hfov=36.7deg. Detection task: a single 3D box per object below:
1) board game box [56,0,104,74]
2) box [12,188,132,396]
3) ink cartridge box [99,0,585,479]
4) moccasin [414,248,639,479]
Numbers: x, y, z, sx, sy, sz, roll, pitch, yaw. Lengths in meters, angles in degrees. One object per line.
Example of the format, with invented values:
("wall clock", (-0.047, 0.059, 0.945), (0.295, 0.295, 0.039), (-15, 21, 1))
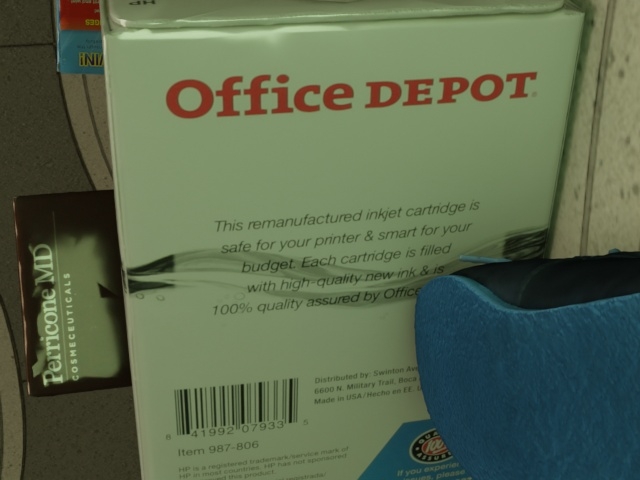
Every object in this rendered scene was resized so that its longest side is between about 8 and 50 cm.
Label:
("board game box", (-0.128, -0.328, 1.040), (0.086, 0.309, 0.301), (-108, 23, -49))
("box", (-0.104, 0.039, 0.976), (0.143, 0.382, 0.191), (162, 102, -78))
("ink cartridge box", (0.000, 0.000, 0.700), (0.166, 0.286, 0.394), (-113, 21, -56))
("moccasin", (0.146, 0.070, 0.467), (0.342, 0.117, 0.137), (-179, 79, -74))
